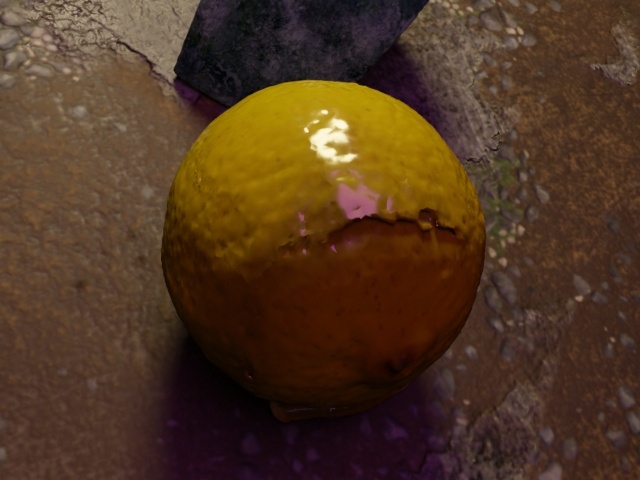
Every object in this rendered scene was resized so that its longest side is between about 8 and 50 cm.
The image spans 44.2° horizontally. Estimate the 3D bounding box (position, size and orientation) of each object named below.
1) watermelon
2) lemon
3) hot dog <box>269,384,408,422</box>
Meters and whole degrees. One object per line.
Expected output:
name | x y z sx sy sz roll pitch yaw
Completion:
watermelon | 0.000 -0.320 0.880 0.228 0.258 0.387 28 102 -17
lemon | 0.001 0.001 0.663 0.292 0.293 0.293 7 63 -13
hot dog | 0.019 0.145 0.734 0.137 0.028 0.044 -11 42 -23
